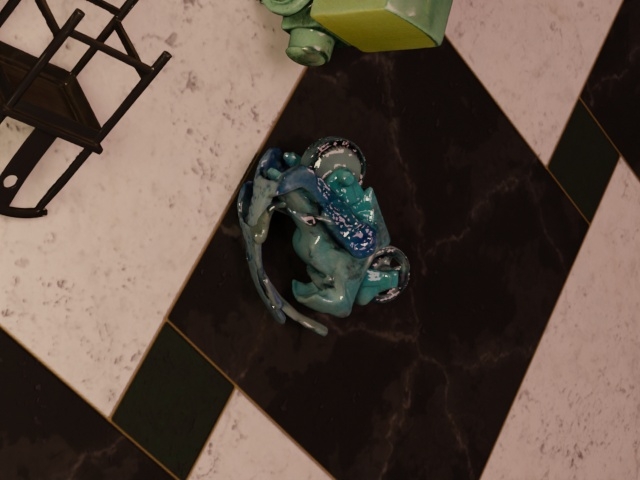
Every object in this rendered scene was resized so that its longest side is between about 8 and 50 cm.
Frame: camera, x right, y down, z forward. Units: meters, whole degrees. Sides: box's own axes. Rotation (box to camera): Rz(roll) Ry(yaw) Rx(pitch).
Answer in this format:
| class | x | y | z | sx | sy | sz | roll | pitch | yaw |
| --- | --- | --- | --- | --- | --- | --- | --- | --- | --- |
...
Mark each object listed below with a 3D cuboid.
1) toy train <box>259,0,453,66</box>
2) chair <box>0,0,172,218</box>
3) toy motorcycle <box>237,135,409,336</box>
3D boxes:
| class | x | y | z | sx | sy | sz | roll | pitch | yaw |
| --- | --- | --- | --- | --- | --- | --- | --- | --- | --- |
| toy train | 0.074 | -0.413 | 2.154 | 0.160 | 0.253 | 0.397 | 28 | 71 | -44 |
| chair | -0.309 | -0.165 | 1.845 | 0.155 | 0.141 | 0.260 | 23 | 117 | -43 |
| toy motorcycle | 0.000 | 0.000 | 2.159 | 0.206 | 0.154 | 0.260 | -31 | 117 | -17 |
